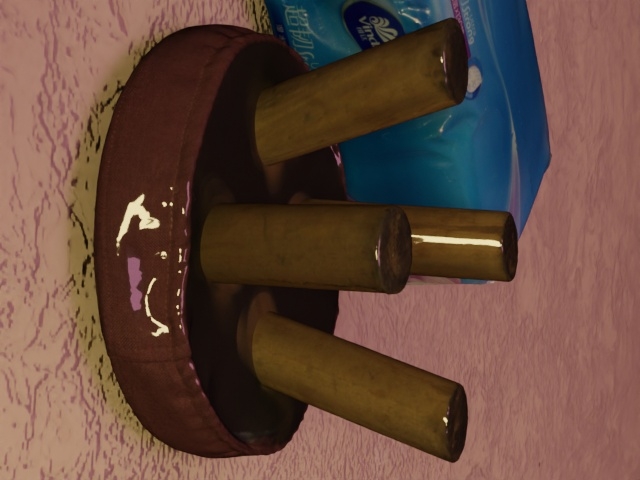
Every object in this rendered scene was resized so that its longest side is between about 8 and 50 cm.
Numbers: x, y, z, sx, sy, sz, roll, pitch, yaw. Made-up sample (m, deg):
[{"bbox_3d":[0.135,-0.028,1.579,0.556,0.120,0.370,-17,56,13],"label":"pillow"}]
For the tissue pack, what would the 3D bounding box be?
[{"bbox_3d":[0.075,-0.124,1.044,0.198,0.146,0.263,-60,142,-48],"label":"tissue pack"}]

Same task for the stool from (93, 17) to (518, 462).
[{"bbox_3d":[0.000,0.000,0.847,0.272,0.179,0.272,1,90,-66],"label":"stool"}]
